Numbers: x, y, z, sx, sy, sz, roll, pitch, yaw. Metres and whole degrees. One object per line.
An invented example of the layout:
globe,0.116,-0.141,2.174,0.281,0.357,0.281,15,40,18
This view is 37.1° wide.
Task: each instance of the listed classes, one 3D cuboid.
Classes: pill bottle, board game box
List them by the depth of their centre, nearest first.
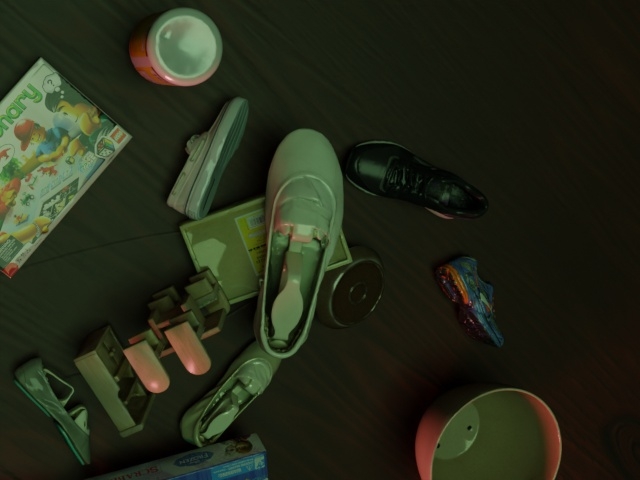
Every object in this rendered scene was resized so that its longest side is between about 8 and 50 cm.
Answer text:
pill bottle,-0.235,-0.305,1.510,0.117,0.215,0.117,-4,101,-21
board game box,-0.477,-0.118,1.536,0.193,0.053,0.305,42,83,-22
board game box,-0.244,0.529,1.704,0.318,0.066,0.318,-12,117,-19

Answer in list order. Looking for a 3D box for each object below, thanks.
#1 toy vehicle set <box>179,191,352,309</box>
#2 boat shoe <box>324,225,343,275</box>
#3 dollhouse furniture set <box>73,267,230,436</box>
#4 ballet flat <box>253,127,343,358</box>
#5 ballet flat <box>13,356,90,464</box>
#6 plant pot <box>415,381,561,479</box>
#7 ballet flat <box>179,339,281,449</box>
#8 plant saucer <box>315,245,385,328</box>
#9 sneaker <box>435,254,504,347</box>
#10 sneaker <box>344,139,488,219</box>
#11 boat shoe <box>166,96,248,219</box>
toy vehicle set,-0.095,0.002,1.678,0.266,0.035,0.166,-19,107,0
boat shoe,0.000,0.000,1.733,0.060,0.064,0.178,-15,109,-48
dollhouse furniture set,-0.259,0.197,1.602,0.242,0.212,0.161,-24,108,12
ballet flat,-0.037,0.018,1.601,0.139,0.139,0.401,4,106,-22
ballet flat,-0.435,0.288,1.618,0.068,0.072,0.213,-39,111,-18
plant pot,0.298,0.396,1.865,0.284,0.191,0.284,-4,102,-21
ballet flat,-0.149,0.277,1.724,0.248,0.086,0.086,-47,112,-8
plant saucer,0.063,0.093,1.771,0.168,0.029,0.169,-19,122,-34
sneaker,0.315,0.122,1.885,0.087,0.083,0.221,-39,115,-20
sneaker,0.186,-0.112,1.764,0.283,0.124,0.107,16,93,-23
boat shoe,-0.197,-0.150,1.628,0.075,0.083,0.226,21,81,12
